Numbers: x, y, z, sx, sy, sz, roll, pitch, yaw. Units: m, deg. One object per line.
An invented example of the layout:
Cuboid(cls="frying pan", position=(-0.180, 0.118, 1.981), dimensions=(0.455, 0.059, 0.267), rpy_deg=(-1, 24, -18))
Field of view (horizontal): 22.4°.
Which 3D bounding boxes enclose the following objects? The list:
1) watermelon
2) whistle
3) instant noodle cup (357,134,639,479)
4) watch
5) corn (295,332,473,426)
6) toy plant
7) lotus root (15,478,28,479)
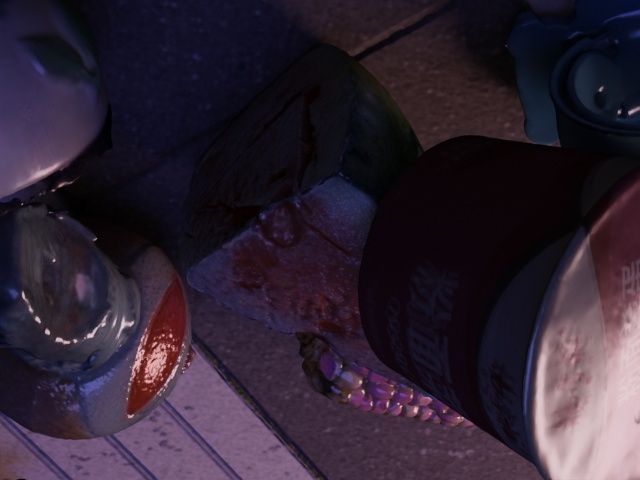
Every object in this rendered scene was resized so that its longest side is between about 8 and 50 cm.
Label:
Cuboid(cls="watermelon", position=(0.000, 0.000, 1.229), dimensions=(0.201, 0.213, 0.261), rpy_deg=(-19, 127, 12))
Cuboid(cls="whistle", position=(-0.186, 0.056, 1.234), dimensions=(0.189, 0.189, 0.348), rpy_deg=(-3, 166, -1))
Cuboid(cls="instant noodle cup", position=(0.149, 0.037, 1.075), dimensions=(0.235, 0.178, 0.234), rpy_deg=(-18, 117, -40))
Cuboid(cls="watch", position=(0.243, -0.095, 1.179), dimensions=(0.211, 0.193, 0.211), rpy_deg=(-2, 126, -3))
Cuboid(cls="corn", position=(0.142, 0.108, 1.385), dimensions=(0.335, 0.126, 0.126), rpy_deg=(14, 126, -16))
Cuboid(cls="toy plant", position=(-0.267, -0.197, 1.059), dimensions=(0.247, 0.247, 0.332), rpy_deg=(-4, 124, 0))
Cuboid(cls="lotus root", position=(-0.373, 0.219, 1.432), dimensions=(0.278, 0.154, 0.154), rpy_deg=(28, 122, -28))
